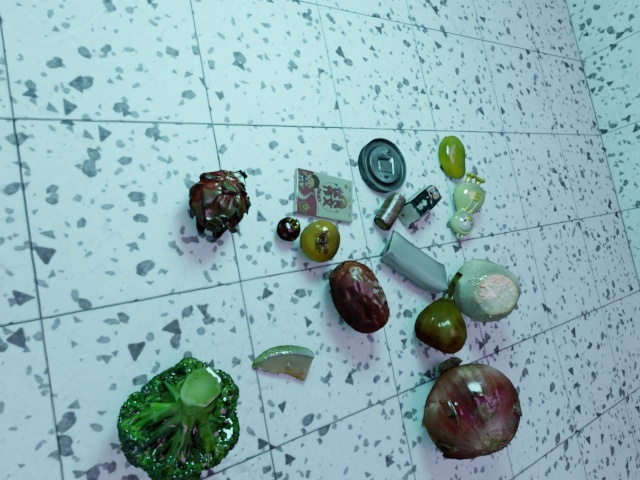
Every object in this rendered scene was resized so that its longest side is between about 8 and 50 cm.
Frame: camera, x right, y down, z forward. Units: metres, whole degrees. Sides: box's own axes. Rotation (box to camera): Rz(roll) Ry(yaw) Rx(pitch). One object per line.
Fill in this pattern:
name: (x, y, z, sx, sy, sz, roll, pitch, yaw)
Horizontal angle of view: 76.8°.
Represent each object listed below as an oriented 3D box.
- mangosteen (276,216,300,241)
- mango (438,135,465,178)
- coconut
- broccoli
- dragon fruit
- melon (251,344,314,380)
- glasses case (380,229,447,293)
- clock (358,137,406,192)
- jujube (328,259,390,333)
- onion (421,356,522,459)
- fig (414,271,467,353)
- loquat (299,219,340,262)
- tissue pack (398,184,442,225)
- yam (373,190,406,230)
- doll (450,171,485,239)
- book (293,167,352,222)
mangosteen: (-0.100, -0.036, 1.290, 0.081, 0.081, 0.080, 6, 77, -29)
mango: (0.572, -0.361, 1.744, 0.122, 0.086, 0.190, -2, 80, -34)
coconut: (0.636, 0.195, 1.594, 0.245, 0.247, 0.244, 0, 92, -2)
broccoli: (-0.322, 0.413, 0.955, 0.298, 0.297, 0.297, 12, 47, -13)
dragon fruit: (-0.285, -0.110, 1.145, 0.182, 0.182, 0.188, 38, 24, -19)
melon: (-0.112, 0.365, 1.231, 0.182, 0.054, 0.097, 22, 85, -25)
glasses case: (0.350, 0.084, 1.530, 0.308, 0.083, 0.128, 33, 60, -21)
clock: (0.240, -0.288, 1.560, 0.215, 0.042, 0.214, 7, 77, -30)
jujube: (0.127, 0.180, 1.319, 0.183, 0.183, 0.243, -42, 102, -30)
onion: (0.521, 0.591, 1.397, 0.354, 0.354, 0.353, 6, 77, -29)
fig: (0.481, 0.279, 1.489, 0.190, 0.191, 0.290, 46, 74, -15)
loquat: (0.000, 0.000, 1.309, 0.141, 0.141, 0.140, 6, 77, -29)
tissue pack: (0.388, -0.140, 1.584, 0.170, 0.103, 0.090, -39, 94, -31)
yam: (0.259, -0.112, 1.505, 0.079, 0.079, 0.141, 38, 76, -19)
doll: (0.625, -0.142, 1.713, 0.142, 0.117, 0.296, 23, 69, -22)
book: (0.014, -0.155, 1.413, 0.232, 0.022, 0.162, 9, 76, -28)
